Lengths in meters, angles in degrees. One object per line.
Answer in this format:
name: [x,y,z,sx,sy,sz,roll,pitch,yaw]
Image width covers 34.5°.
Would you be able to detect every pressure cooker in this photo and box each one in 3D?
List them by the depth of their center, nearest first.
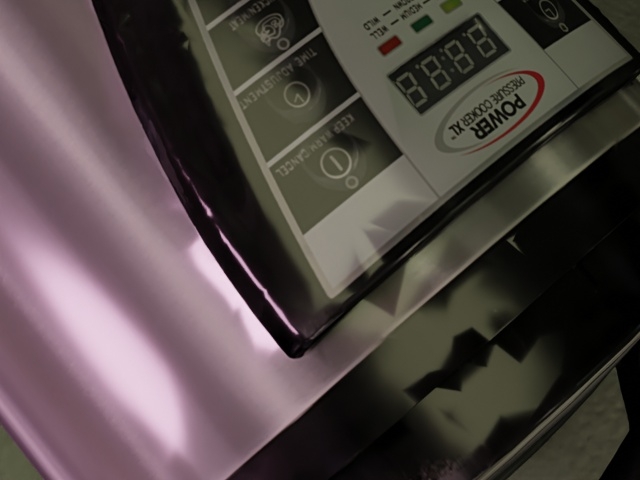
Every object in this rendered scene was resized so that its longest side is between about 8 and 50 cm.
pressure cooker: [0.000,0.001,0.551,0.370,0.375,0.420,-43,81,22]
